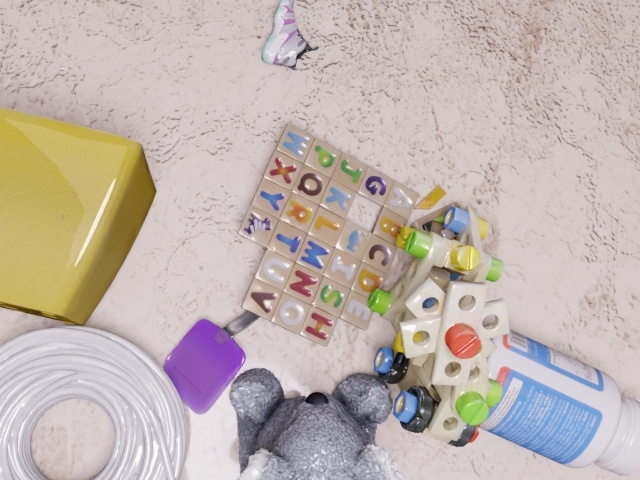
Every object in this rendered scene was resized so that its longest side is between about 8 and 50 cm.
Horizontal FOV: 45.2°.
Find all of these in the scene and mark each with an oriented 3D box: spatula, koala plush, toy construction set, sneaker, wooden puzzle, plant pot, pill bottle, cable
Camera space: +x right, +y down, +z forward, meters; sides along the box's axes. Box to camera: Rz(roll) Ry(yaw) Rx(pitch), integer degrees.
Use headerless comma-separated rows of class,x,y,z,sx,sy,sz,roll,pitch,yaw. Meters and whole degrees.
spatula,-0.073,0.078,0.947,0.084,0.030,0.296,38,72,18
koala plush,-0.003,0.241,0.831,0.196,0.221,0.203,4,79,-7
toy construction set,0.139,0.090,0.846,0.151,0.328,0.215,25,105,-2
sneaker,-0.033,-0.272,1.018,0.069,0.038,0.098,18,87,-5
wooden puzzle,0.163,-0.009,1.005,0.078,0.014,0.116,-33,86,-12
plant pot,-0.315,-0.017,0.841,0.212,0.212,0.187,14,77,-5
pill bottle,0.279,0.198,0.925,0.221,0.124,0.124,25,77,-2
cable,-0.279,0.226,0.867,0.257,0.089,0.257,-1,79,-7

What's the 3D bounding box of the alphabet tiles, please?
alphabet tiles,0.000,0.000,0.954,0.198,0.009,0.237,27,73,-15
